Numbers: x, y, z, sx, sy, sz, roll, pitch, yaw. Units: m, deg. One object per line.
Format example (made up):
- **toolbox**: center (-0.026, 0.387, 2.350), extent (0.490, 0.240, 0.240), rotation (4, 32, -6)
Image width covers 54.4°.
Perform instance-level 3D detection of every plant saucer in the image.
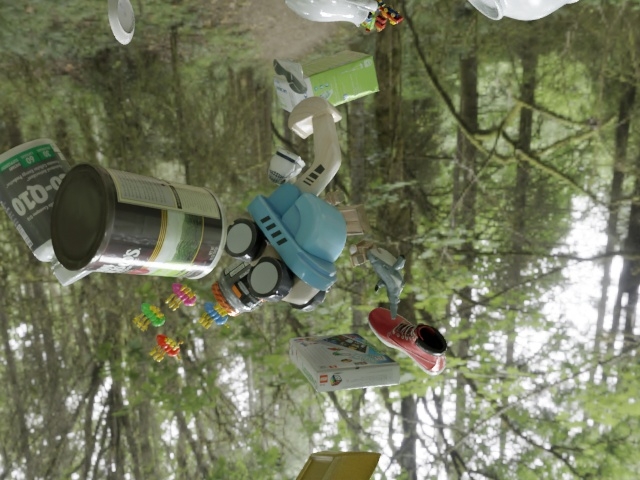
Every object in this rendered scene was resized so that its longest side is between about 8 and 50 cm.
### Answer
- **plant saucer**: center (-0.024, 0.606, 1.409), extent (0.081, 0.332, 0.332), rotation (35, 157, -1)

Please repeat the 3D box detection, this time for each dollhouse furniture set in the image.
- **dollhouse furniture set**: center (0.000, 0.000, 2.262), extent (0.356, 0.303, 0.174), rotation (-29, -164, -36)

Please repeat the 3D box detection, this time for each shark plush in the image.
- **shark plush**: center (0.141, 0.090, 1.356), extent (0.067, 0.161, 0.073), rotation (-17, -155, -22)

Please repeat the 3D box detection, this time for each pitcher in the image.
- **pitcher**: center (0.027, -0.584, 1.489), extent (0.207, 0.125, 0.178), rotation (13, -169, -15)

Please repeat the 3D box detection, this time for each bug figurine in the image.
- **bug figurine**: center (-0.427, 0.241, 1.910), extent (0.279, 0.216, 0.072), rotation (-33, -158, 10)

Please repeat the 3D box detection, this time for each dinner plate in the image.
- **dinner plate**: center (-0.505, -0.577, 1.596), extent (0.017, 0.141, 0.141), rotation (-1, -165, 10)

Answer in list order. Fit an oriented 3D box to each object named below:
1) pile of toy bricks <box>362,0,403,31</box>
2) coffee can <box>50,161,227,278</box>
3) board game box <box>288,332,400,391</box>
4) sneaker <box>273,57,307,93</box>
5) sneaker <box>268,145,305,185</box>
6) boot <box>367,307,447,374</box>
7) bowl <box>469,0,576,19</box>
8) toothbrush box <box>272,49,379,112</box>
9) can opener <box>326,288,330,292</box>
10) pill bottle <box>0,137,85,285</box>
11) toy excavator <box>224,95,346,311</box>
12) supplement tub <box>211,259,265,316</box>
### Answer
- **pile of toy bricks**: center (0.163, -0.755, 2.090), extent (0.212, 0.105, 0.118), rotation (41, -120, 19)
- **coffee can**: center (-0.354, -0.031, 1.234), extent (0.202, 0.201, 0.275), rotation (12, -178, 41)
- **board game box**: center (0.047, 0.288, 1.510), extent (0.193, 0.053, 0.305), rotation (-2, -175, -14)
- **sneaker**: center (-0.070, -0.457, 1.701), extent (0.061, 0.053, 0.152), rotation (-22, -124, -22)
- **sneaker**: center (-0.103, -0.200, 1.728), extent (0.090, 0.094, 0.235), rotation (25, -176, 5)
- **boot**: center (0.220, 0.226, 1.590), extent (0.244, 0.176, 0.088), rotation (35, -111, 26)
- **bowl**: center (0.335, -0.512, 1.161), extent (0.134, 0.298, 0.298), rotation (-45, -169, 10)
- **toothbrush box**: center (0.015, -0.515, 2.026), extent (0.283, 0.122, 0.206), rotation (-21, -153, -15)
- **can opener**: center (0.013, 0.067, 1.833), extent (0.073, 0.186, 0.059), rotation (10, 159, -12)
- **pill bottle**: center (-0.713, -0.073, 1.673), extent (0.204, 0.361, 0.204), rotation (-32, -175, 3)
- **toy excavator**: center (-0.038, -0.099, 1.629), extent (0.433, 0.445, 0.222), rotation (53, -166, 31)
- **supplement tub**: center (-0.237, 0.135, 2.323), extent (0.316, 0.193, 0.193), rotation (-36, -166, 7)
